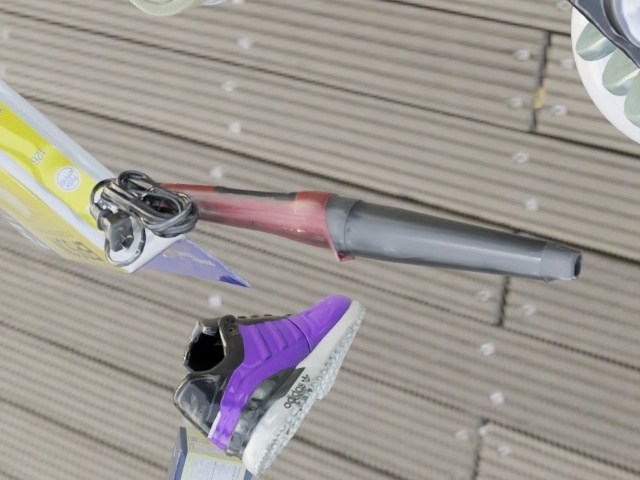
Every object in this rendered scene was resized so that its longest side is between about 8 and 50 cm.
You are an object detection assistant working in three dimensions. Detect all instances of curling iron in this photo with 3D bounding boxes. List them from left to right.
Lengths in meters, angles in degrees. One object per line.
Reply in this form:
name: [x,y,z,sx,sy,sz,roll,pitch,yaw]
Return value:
curling iron: [0.000,0.000,0.788,0.274,0.068,0.035,8,129,21]

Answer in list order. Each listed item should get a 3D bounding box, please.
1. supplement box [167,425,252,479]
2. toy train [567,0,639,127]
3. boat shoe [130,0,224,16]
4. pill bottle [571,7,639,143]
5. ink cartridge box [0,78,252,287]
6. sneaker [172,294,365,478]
supplement box: [-0.121,0.252,1.683,0.083,0.083,0.056,14,100,-9]
toy train: [0.176,-0.176,0.762,0.142,0.334,0.190,41,104,-10]
boat shoe: [-0.129,-0.299,1.027,0.113,0.103,0.302,-17,96,36]
pill bottle: [0.280,-0.162,1.101,0.188,0.334,0.188,3,105,13]
ink cartridge box: [-0.236,-0.043,1.293,0.307,0.072,0.303,44,166,-18]
sneaker: [-0.058,0.112,1.561,0.146,0.293,0.102,28,120,8]
